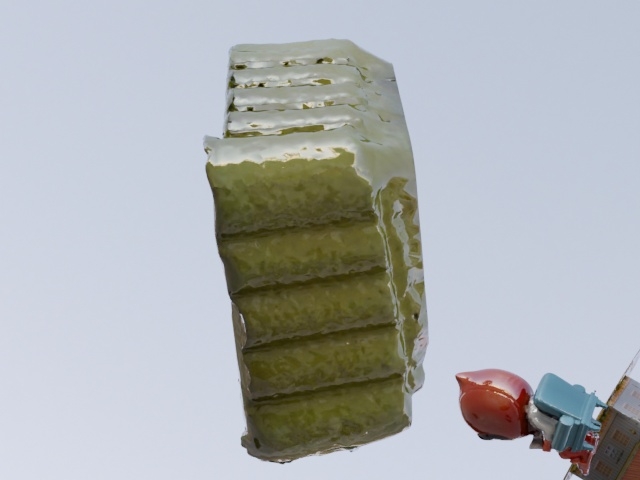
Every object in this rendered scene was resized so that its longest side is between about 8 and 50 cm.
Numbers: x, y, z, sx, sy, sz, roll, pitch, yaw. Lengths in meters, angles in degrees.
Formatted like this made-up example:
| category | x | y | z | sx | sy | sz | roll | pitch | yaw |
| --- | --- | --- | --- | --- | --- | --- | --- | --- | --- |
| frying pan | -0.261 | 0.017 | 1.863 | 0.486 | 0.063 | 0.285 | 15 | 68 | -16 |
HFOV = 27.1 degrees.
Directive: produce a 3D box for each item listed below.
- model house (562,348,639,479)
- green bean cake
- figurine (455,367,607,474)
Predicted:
| category | x | y | z | sx | sy | sz | roll | pitch | yaw |
| --- | --- | --- | --- | --- | --- | --- | --- | --- | --- |
| model house | 0.456 | 0.266 | 1.858 | 0.136 | 0.207 | 0.219 | 31 | -61 | 17 |
| green bean cake | 0.000 | 0.000 | 0.880 | 0.124 | 0.236 | 0.233 | -5 | -63 | 0 |
| figurine | 0.187 | 0.156 | 1.210 | 0.140 | 0.068 | 0.075 | 16 | -56 | 19 |
